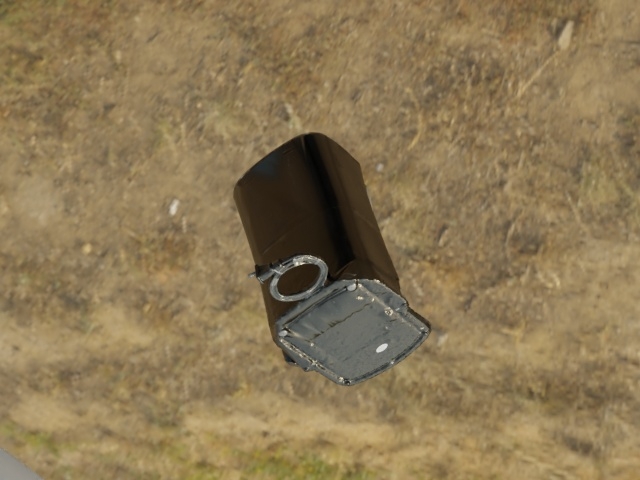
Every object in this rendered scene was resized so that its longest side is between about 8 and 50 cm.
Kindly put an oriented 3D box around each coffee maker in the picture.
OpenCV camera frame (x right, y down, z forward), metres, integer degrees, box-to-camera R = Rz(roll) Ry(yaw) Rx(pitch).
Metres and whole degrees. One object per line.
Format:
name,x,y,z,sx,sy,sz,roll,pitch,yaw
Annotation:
coffee maker,0.000,0.000,0.869,0.120,0.178,0.171,-19,138,0

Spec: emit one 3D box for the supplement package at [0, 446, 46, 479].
supplement package,-0.216,0.186,0.463,0.262,0.204,0.145,34,130,9
